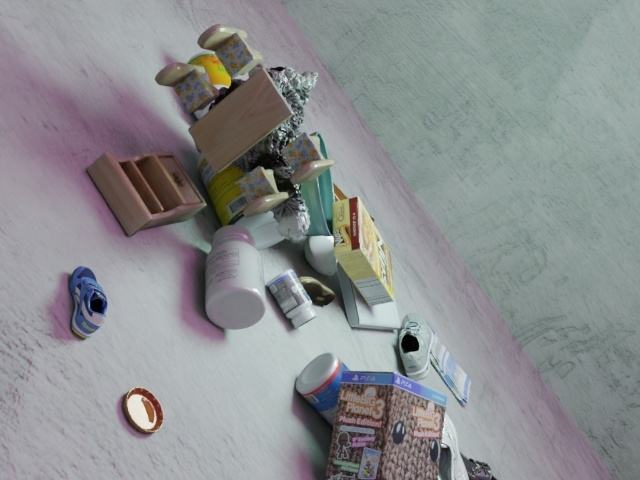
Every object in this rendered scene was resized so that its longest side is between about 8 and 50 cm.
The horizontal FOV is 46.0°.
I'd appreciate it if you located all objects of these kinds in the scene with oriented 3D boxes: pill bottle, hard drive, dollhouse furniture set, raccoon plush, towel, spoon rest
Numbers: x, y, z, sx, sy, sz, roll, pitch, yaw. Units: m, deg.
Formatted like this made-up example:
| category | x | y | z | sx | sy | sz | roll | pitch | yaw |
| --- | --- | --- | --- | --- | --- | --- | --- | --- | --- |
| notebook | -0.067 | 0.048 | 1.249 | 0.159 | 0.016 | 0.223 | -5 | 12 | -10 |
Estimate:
| category | x | y | z | sx | sy | sz | roll | pitch | yaw |
| --- | --- | --- | --- | --- | --- | --- | --- | --- | --- |
| pill bottle | 0.056 | 0.379 | 1.771 | 0.221 | 0.124 | 0.124 | 49 | 21 | -18 |
| hard drive | 0.155 | 0.175 | 2.361 | 0.307 | 0.040 | 0.203 | 16 | 58 | -60 |
| dollhouse furniture set | -0.250 | -0.200 | 1.597 | 0.362 | 0.394 | 0.256 | 57 | 21 | 4 |
| pill bottle | -0.201 | -0.153 | 1.927 | 0.188 | 0.188 | 0.334 | 17 | 43 | -59 |
| raccoon plush | -0.095 | -0.233 | 1.855 | 0.299 | 0.216 | 0.446 | -21 | 99 | -57 |
| pill bottle | -0.070 | 0.149 | 1.912 | 0.137 | 0.078 | 0.078 | 58 | 21 | 8 |
| towel | 0.443 | 0.429 | 2.681 | 0.285 | 0.034 | 0.209 | 54 | 20 | -3 |
| pill bottle | -0.309 | -0.419 | 2.173 | 0.136 | 0.136 | 0.245 | 33 | 30 | -46 |
| spoon rest | 0.000 | 0.000 | 2.287 | 0.137 | 0.084 | 0.276 | 45 | 22 | -30 |
| pill bottle | -0.192 | 0.075 | 1.679 | 0.131 | 0.131 | 0.229 | 41 | 25 | -34 |

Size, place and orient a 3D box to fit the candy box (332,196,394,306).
| category | x | y | z | sx | sy | sz | roll | pitch | yaw |
| --- | --- | --- | --- | --- | --- | --- | --- | --- | --- |
| candy box | 0.126 | 0.038 | 2.194 | 0.316 | 0.088 | 0.183 | 54 | 29 | -51 |

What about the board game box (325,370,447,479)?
| category | x | y | z | sx | sy | sz | roll | pitch | yaw |
| --- | --- | --- | --- | --- | --- | --- | --- | --- | --- |
| board game box | 0.146 | 0.453 | 1.645 | 0.232 | 0.141 | 0.291 | 30 | 63 | -45 |

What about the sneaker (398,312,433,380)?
| category | x | y | z | sx | sy | sz | roll | pitch | yaw |
| --- | --- | --- | --- | --- | --- | --- | --- | --- | --- |
| sneaker | 0.302 | 0.313 | 2.405 | 0.281 | 0.105 | 0.115 | -88 | 158 | -57 |

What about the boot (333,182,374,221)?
| category | x | y | z | sx | sy | sz | roll | pitch | yaw |
| --- | --- | --- | --- | --- | --- | --- | --- | --- | --- |
| boot | 0.060 | -0.136 | 2.605 | 0.280 | 0.096 | 0.264 | 48 | 13 | -6 |

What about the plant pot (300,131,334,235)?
| category | x | y | z | sx | sy | sz | roll | pitch | yaw |
| --- | --- | --- | --- | --- | --- | --- | --- | --- | --- |
| plant pot | -0.078 | -0.144 | 2.100 | 0.293 | 0.196 | 0.293 | -8 | 90 | -81 |

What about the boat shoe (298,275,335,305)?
| category | x | y | z | sx | sy | sz | roll | pitch | yaw |
| --- | --- | --- | --- | --- | --- | --- | --- | --- | --- |
| boat shoe | -0.029 | 0.129 | 2.071 | 0.072 | 0.068 | 0.190 | 52 | 7 | 29 |

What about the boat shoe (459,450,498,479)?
| category | x | y | z | sx | sy | sz | roll | pitch | yaw |
| --- | --- | --- | --- | --- | --- | --- | --- | --- | --- |
| boat shoe | 0.469 | 0.699 | 2.236 | 0.285 | 0.092 | 0.103 | 49 | 21 | -16 |

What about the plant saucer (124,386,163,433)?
| category | x | y | z | sx | sy | sz | roll | pitch | yaw |
| --- | --- | --- | --- | --- | --- | --- | --- | --- | --- |
| plant saucer | -0.301 | 0.289 | 1.278 | 0.083 | 0.013 | 0.083 | 45 | 24 | -26 |

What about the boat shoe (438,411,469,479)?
| category | x | y | z | sx | sy | sz | roll | pitch | yaw |
| --- | --- | --- | --- | --- | --- | --- | --- | --- | --- |
| boat shoe | 0.334 | 0.576 | 2.119 | 0.096 | 0.098 | 0.277 | 28 | 34 | -52 |

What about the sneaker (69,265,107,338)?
| category | x | y | z | sx | sy | sz | roll | pitch | yaw |
| --- | --- | --- | --- | --- | --- | --- | --- | --- | --- |
| sneaker | -0.395 | 0.098 | 1.299 | 0.053 | 0.059 | 0.144 | 30 | 31 | -45 |
